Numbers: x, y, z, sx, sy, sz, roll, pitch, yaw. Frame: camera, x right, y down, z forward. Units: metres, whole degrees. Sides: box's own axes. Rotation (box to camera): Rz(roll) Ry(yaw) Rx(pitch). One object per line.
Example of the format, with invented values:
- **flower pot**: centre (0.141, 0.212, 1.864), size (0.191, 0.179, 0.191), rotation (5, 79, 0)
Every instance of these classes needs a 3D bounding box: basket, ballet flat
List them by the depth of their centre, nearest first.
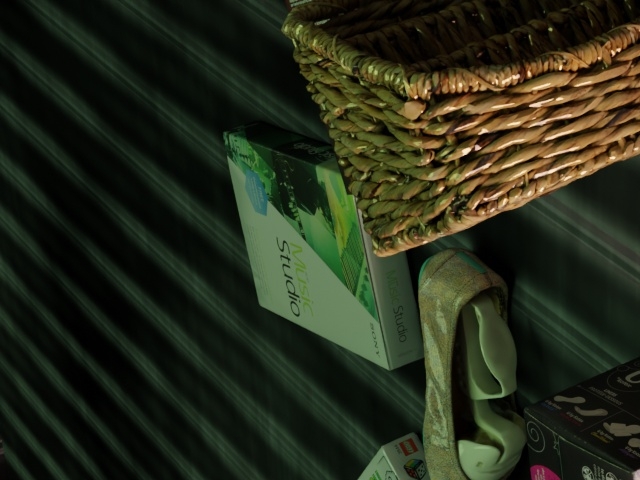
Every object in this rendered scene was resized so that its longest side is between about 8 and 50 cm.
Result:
- **basket**: centre (0.157, -0.146, 1.571), size (0.213, 0.299, 0.223), rotation (-23, 88, 65)
- **ballet flat**: centre (0.161, 0.163, 2.050), size (0.106, 0.107, 0.316), rotation (21, 129, 50)

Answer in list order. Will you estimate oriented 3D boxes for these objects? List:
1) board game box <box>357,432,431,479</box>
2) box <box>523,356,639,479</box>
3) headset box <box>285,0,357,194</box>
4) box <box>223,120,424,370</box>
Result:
- **board game box**: centre (0.098, 0.376, 2.400), size (0.193, 0.053, 0.305), rotation (61, 154, 19)
- **box**: centre (0.297, 0.257, 1.792), size (0.163, 0.142, 0.247), rotation (29, 135, 53)
- **headset box**: centre (0.091, -0.212, 1.756), size (0.110, 0.218, 0.293), rotation (-3, 107, 65)
- **box**: centre (0.000, 0.000, 2.305), size (0.322, 0.058, 0.232), rotation (21, 127, 58)
